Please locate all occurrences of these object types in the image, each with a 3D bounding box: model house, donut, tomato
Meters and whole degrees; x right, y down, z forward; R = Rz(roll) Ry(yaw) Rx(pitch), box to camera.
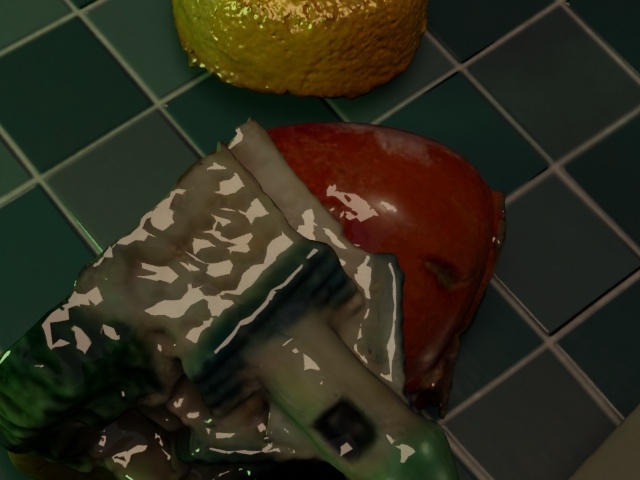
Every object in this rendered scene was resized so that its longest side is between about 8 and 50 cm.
[{"bbox_3d":[-0.047,0.108,1.046,0.284,0.298,0.243,42,77,-3],"label":"model house"},{"bbox_3d":[-0.018,-0.233,1.441,0.253,0.118,0.253,3,47,-3],"label":"donut"},{"bbox_3d":[0.004,-0.001,1.276,0.309,0.170,0.309,3,61,-6],"label":"tomato"}]

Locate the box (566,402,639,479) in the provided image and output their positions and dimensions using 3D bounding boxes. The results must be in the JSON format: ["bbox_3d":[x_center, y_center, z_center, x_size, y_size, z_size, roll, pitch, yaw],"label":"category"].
[{"bbox_3d":[0.287,0.294,1.110,0.367,0.090,0.373,-42,46,-17],"label":"box"}]

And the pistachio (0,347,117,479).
[{"bbox_3d":[-0.172,0.131,1.223,0.189,0.110,0.100,21,30,6],"label":"pistachio"}]
